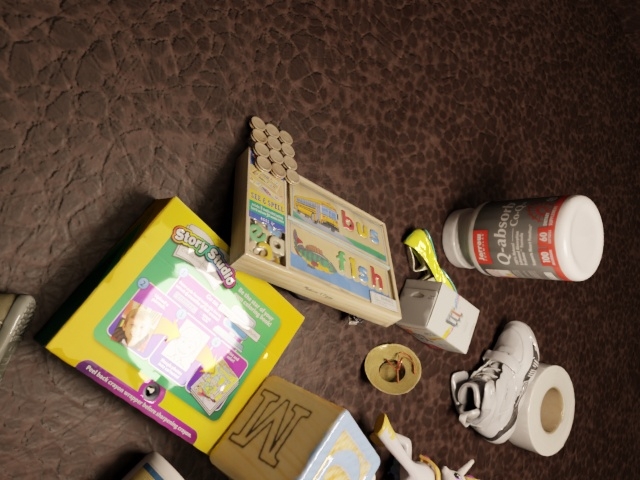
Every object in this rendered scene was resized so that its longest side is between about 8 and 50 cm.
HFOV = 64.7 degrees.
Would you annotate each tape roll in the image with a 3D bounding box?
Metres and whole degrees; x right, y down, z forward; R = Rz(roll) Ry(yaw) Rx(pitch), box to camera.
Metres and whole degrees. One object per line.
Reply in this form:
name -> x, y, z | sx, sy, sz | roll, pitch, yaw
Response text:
tape roll -> 0.707, 0.540, 1.638 | 0.286, 0.100, 0.287 | 1, 88, -38

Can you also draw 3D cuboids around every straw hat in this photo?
straw hat -> 0.176, 0.332, 1.259 | 0.144, 0.144, 0.061 | -35, 152, -32

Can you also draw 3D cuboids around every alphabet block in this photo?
alphabet block -> -0.042, 0.395, 0.911 | 0.193, 0.197, 0.193 | -49, 130, -29

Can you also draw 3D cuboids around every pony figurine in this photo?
pony figurine -> 0.218, 0.633, 1.188 | 0.363, 0.302, 0.351 | 34, 59, -17

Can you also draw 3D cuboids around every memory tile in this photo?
memory tile -> -0.097, -0.187, 1.052 | 0.113, 0.012, 0.148 | 19, 48, -39

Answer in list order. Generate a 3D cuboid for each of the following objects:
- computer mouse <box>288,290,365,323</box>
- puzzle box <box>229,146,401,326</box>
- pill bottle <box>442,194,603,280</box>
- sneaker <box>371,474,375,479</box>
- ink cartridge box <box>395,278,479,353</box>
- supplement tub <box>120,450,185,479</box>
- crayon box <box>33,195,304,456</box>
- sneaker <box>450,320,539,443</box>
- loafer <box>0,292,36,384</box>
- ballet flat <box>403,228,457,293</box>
computer mouse -> 0.003, 0.086, 1.134 | 0.272, 0.072, 0.189 | 15, 72, -46
puzzle box -> 0.000, 0.000, 1.059 | 0.408, 0.052, 0.272 | 25, 44, -34
pill bottle -> 0.520, -0.005, 1.339 | 0.210, 0.362, 0.211 | 1, 89, -38
sneaker -> 0.019, 0.553, 1.042 | 0.121, 0.099, 0.263 | 36, 70, -28
ink cartridge box -> 0.299, 0.196, 1.316 | 0.176, 0.128, 0.128 | 36, 69, -30
supplement tub -> -0.309, 0.476, 0.841 | 0.199, 0.144, 0.144 | -43, 114, -29
crayon box -> -0.246, 0.156, 0.918 | 0.363, 0.106, 0.313 | 48, 62, -27
sneaker -> 0.504, 0.387, 1.462 | 0.210, 0.137, 0.366 | 31, 75, -36
loafer -> -0.514, 0.187, 0.737 | 0.087, 0.094, 0.251 | 22, 65, -10
ballet flat -> 0.287, 0.077, 1.354 | 0.077, 0.077, 0.231 | -31, 106, -11
